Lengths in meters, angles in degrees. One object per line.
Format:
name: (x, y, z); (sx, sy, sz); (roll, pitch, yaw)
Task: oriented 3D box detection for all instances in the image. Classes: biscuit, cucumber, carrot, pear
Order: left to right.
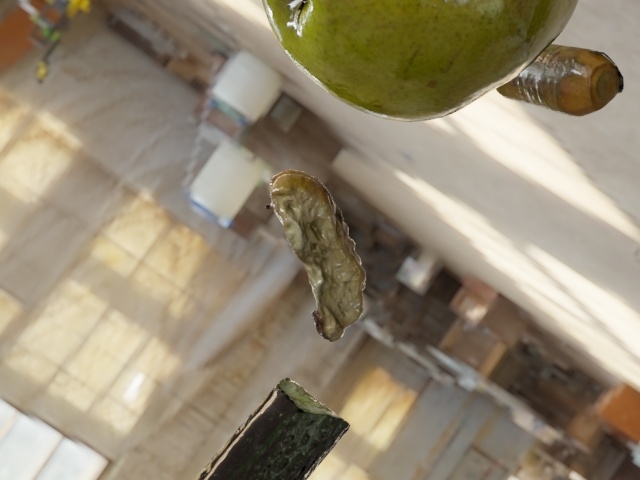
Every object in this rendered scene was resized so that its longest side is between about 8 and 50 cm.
cucumber: (-0.072, 0.211, 1.244); (0.074, 0.241, 0.074); (33, 153, 20)
biscuit: (0.000, 0.000, 1.504); (0.118, 0.061, 0.183); (-95, -17, -61)
pear: (0.079, -0.246, 1.329); (0.294, 0.294, 0.294); (35, 176, 3)
carrot: (0.270, -0.188, 1.765); (0.082, 0.082, 0.173); (38, 166, -34)
